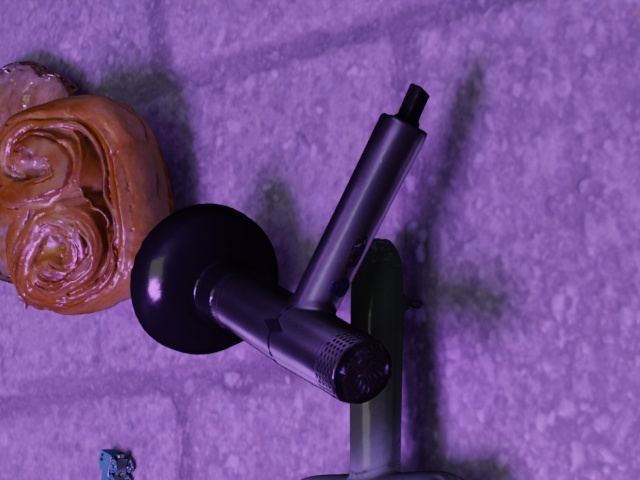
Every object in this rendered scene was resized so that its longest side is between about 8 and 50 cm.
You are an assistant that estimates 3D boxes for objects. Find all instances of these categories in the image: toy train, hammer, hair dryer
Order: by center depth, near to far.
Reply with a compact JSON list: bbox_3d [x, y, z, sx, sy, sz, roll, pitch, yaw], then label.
[{"bbox_3d":[0.053,0.163,1.403,0.206,0.119,0.335,-8,74,40],"label":"hammer"},{"bbox_3d":[0.002,0.005,1.429,0.320,0.156,0.284,11,61,52],"label":"hair dryer"},{"bbox_3d":[-0.235,0.278,1.690,0.045,0.029,0.092,19,100,48],"label":"toy train"}]

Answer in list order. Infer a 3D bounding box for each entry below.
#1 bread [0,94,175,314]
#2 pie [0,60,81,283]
[{"bbox_3d":[-0.254,-0.039,1.643,0.198,0.120,0.236,-11,85,19],"label":"bread"},{"bbox_3d":[-0.357,-0.080,1.808,0.274,0.055,0.274,-3,85,41],"label":"pie"}]
